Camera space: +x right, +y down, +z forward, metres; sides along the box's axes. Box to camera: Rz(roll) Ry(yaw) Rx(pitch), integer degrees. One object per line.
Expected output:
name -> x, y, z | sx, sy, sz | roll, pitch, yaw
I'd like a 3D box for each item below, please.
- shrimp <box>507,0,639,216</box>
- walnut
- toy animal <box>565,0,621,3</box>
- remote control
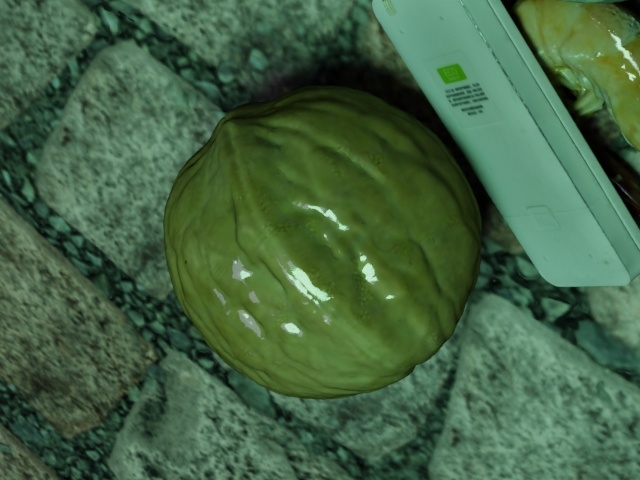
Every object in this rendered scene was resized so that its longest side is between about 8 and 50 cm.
shrimp -> 0.200, -0.065, 0.922 | 0.236, 0.053, 0.133 | 49, 136, -7
walnut -> 0.000, 0.000, 0.993 | 0.228, 0.228, 0.228 | 17, 130, 21
toy animal -> 0.233, -0.175, 0.773 | 0.236, 0.138, 0.108 | -47, 63, 48
remote control -> 0.129, -0.074, 0.951 | 0.250, 0.034, 0.103 | 55, 156, -14
